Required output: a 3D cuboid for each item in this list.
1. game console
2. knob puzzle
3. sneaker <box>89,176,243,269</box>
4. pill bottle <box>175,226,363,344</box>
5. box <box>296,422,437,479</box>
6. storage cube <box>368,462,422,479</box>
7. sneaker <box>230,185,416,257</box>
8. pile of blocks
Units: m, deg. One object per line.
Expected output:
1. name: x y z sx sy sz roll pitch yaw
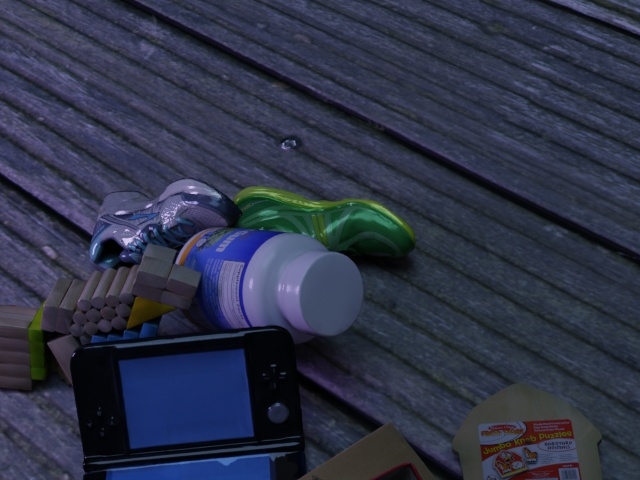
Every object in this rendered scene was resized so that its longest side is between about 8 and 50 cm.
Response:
1. game console: -0.168 0.260 1.723 0.293 0.250 0.173 -6 15 0
2. knob puzzle: 0.265 0.265 1.760 0.213 0.030 0.213 -4 42 4
3. sneaker: -0.234 -0.008 2.047 0.283 0.110 0.122 -10 48 40
4. pill bottle: -0.070 0.062 1.870 0.152 0.152 0.272 -39 26 -31
5. box: 0.056 0.336 1.676 0.201 0.021 0.164 -28 66 -25
6. storage cube: 0.044 0.381 1.491 0.215 0.193 0.183 -24 74 -20
7. sneaker: 0.000 0.000 2.055 0.296 0.109 0.123 7 61 16
8. pile of blocks: -0.320 0.109 1.921 0.362 0.149 0.112 -17 24 13
